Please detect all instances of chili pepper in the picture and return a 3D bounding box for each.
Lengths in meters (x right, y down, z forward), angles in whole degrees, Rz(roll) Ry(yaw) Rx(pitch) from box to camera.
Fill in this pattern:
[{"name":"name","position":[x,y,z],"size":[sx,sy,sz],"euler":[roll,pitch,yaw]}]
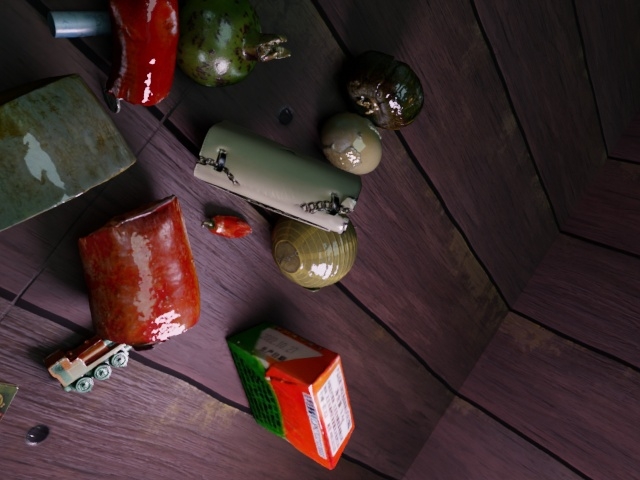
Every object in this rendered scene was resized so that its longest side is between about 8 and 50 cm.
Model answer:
[{"name":"chili pepper","position":[-0.410,0.062,1.189],"size":[0.251,0.229,0.305],"euler":[-19,110,-32]},{"name":"chili pepper","position":[-0.244,-0.038,1.382],"size":[0.191,0.050,0.059],"euler":[11,99,-56]},{"name":"chili pepper","position":[-0.331,-0.429,0.989],"size":[0.134,0.131,0.338],"euler":[-27,143,-43]}]

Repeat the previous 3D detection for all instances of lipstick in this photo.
[{"name":"lipstick","position":[-0.444,-0.425,1.032],"size":[0.158,0.048,0.048],"euler":[-19,120,-36]}]

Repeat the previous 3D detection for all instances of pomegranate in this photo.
[{"name":"pomegranate","position":[-0.196,-0.426,1.118],"size":[0.211,0.263,0.211],"euler":[-54,156,-37]}]

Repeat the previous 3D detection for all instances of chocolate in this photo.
[{"name":"chocolate","position":[-0.078,0.440,1.549],"size":[0.161,0.341,0.360],"euler":[-38,129,-36]}]

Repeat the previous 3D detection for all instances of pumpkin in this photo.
[{"name":"pumpkin","position":[0.171,-0.409,1.460],"size":[0.159,0.238,0.238],"euler":[-45,132,-10]},{"name":"pumpkin","position":[-0.519,-0.162,0.913],"size":[0.332,0.332,0.199],"euler":[-35,115,-26]}]

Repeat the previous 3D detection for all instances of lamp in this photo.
[{"name":"lamp","position":[0.000,0.000,1.482],"size":[0.284,0.250,0.250],"euler":[-25,124,-43]}]

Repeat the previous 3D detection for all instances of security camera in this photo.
[{"name":"security camera","position":[-0.404,-0.309,1.118],"size":[0.092,0.058,0.058],"euler":[-32,127,-35]}]

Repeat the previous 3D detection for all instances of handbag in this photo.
[{"name":"handbag","position":[-0.092,-0.143,1.227],"size":[0.358,0.237,0.160],"euler":[21,98,-3]}]

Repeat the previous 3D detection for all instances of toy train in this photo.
[{"name":"toy train","position":[-0.542,0.278,1.244],"size":[0.176,0.074,0.118],"euler":[-36,125,-22]}]

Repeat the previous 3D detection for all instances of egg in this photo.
[{"name":"egg","position":[0.088,-0.271,1.493],"size":[0.201,0.164,0.164],"euler":[37,83,-33]}]

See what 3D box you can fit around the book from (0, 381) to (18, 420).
[{"name":"book","position":[-0.826,0.368,1.067],"size":[0.322,0.018,0.228],"euler":[29,88,-45]}]
